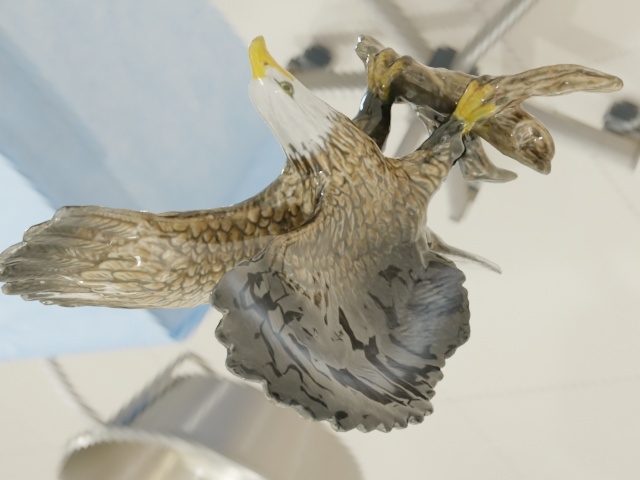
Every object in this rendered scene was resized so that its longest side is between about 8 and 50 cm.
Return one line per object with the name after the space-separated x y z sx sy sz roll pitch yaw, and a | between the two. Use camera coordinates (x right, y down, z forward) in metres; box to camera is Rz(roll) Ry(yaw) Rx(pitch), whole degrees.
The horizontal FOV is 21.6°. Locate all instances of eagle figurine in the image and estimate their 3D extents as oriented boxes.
-0.007 -0.008 0.957 0.225 0.298 0.226 43 151 -2 | eagle figurine
